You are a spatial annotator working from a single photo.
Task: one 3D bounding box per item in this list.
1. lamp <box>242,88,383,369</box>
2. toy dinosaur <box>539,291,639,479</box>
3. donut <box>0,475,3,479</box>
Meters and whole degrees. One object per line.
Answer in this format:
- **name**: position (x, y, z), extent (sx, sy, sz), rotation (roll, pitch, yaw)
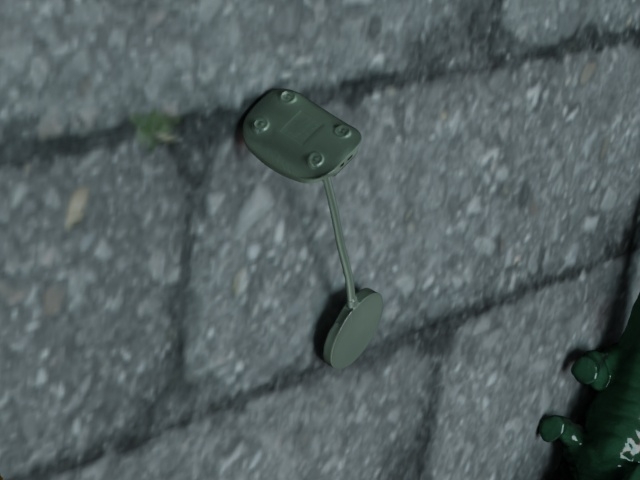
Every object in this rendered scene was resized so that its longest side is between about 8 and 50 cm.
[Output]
- **lamp**: position (0.000, 0.000, 1.006), extent (0.050, 0.056, 0.198), rotation (-51, 153, -27)
- **toy dinosaur**: position (0.220, 0.103, 1.321), extent (0.120, 0.079, 0.292), rotation (-22, 127, -55)
- **donut**: position (-0.182, 0.128, 0.797), extent (0.097, 0.043, 0.108), rotation (6, 102, -53)
